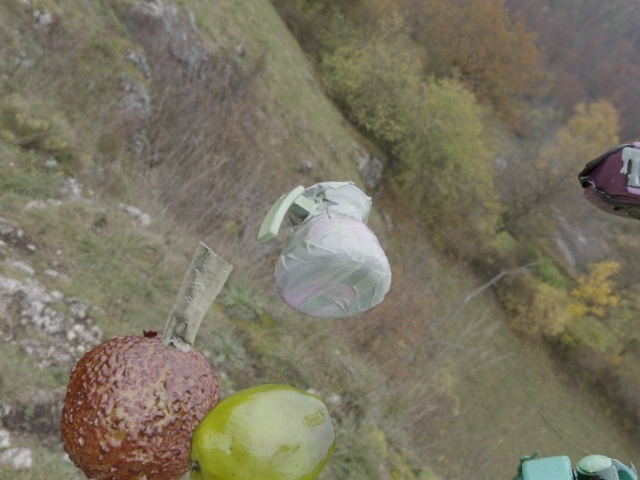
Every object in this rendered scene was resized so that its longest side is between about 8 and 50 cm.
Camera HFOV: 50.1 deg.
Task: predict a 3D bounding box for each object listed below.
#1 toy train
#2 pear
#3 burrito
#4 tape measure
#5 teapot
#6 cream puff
[{"bbox_3d":[0.324,0.364,0.843,0.112,0.163,0.203,-40,114,-72],"label":"toy train"},{"bbox_3d":[-0.101,0.361,1.213,0.269,0.212,0.212,-11,45,-17],"label":"pear"},{"bbox_3d":[-0.231,0.107,1.274,0.087,0.226,0.060,15,18,-40],"label":"burrito"},{"bbox_3d":[0.666,-0.110,1.399,0.245,0.149,0.231,11,-6,-2],"label":"tape measure"},{"bbox_3d":[0.000,0.000,0.383,0.083,0.064,0.064,32,40,-35],"label":"teapot"},{"bbox_3d":[-0.379,0.344,1.417,0.350,0.350,0.229,49,-18,20],"label":"cream puff"}]
